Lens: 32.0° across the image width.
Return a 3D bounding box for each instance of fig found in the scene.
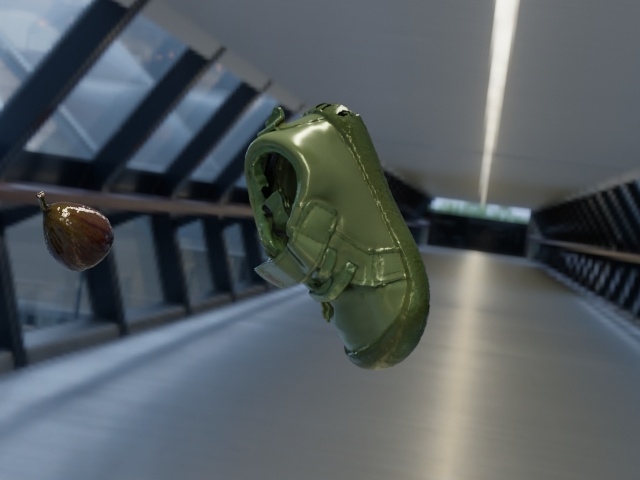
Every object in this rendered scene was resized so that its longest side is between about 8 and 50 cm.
[{"bbox_3d":[-0.325,-0.020,1.421,0.089,0.089,0.125,8,-34,53],"label":"fig"}]

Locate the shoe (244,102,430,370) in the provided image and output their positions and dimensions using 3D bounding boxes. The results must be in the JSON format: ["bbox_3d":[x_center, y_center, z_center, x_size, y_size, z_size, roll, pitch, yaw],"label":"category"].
[{"bbox_3d":[0.006,-0.001,1.054,0.128,0.262,0.140,-10,-12,-18],"label":"shoe"}]
